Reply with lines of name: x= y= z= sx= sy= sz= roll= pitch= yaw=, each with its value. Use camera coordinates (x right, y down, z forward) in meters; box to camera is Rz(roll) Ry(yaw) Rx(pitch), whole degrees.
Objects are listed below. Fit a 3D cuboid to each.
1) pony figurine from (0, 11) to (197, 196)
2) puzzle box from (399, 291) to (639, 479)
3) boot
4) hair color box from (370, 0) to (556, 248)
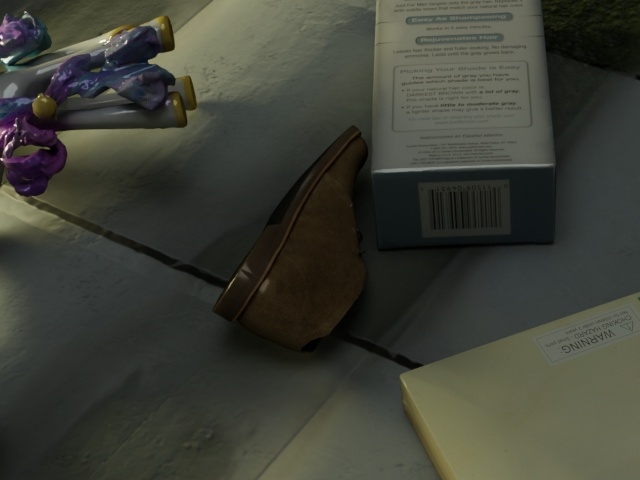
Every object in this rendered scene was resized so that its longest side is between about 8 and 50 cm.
pony figurine: x=-0.327 y=-0.141 z=1.738 sx=0.364 sy=0.302 sz=0.351 roll=-11 pitch=11 yaw=1
puzzle box: x=0.308 y=0.162 z=1.449 sx=0.409 sy=0.052 sz=0.272 roll=-17 pitch=44 yaw=-11
boot: x=0.000 y=0.000 z=1.655 sx=0.115 sy=0.112 sz=0.305 roll=32 pitch=45 yaw=-3
hair color box: x=0.152 y=-0.160 z=1.769 sx=0.185 sy=0.113 sz=0.374 roll=-2 pitch=44 yaw=5
